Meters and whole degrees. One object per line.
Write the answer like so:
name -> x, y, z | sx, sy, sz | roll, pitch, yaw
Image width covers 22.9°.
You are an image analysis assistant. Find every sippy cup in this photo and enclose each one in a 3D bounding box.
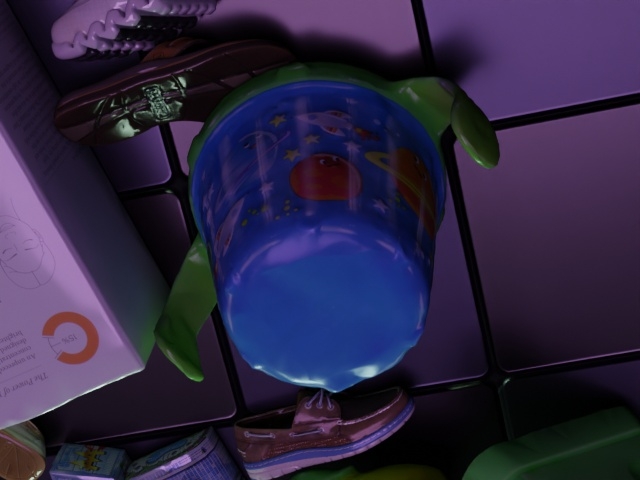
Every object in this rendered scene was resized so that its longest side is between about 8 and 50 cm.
sippy cup -> 0.000, 0.000, 1.335 | 0.240, 0.224, 0.305 | 11, 121, -9

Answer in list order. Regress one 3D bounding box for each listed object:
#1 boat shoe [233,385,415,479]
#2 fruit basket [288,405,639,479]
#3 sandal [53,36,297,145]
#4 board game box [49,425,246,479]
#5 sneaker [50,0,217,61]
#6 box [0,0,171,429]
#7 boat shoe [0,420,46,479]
boat shoe -> 0.000, 0.173, 1.512 | 0.183, 0.066, 0.066 | -23, 107, 14
fruit basket -> 0.148, 0.321, 1.497 | 0.392, 0.283, 0.392 | 9, 103, 46
sandal -> -0.129, -0.141, 1.398 | 0.219, 0.060, 0.090 | -16, 145, 3
board game box -> -0.171, 0.272, 1.572 | 0.194, 0.060, 0.194 | -26, 108, 15
sneaker -> -0.121, -0.254, 1.343 | 0.292, 0.110, 0.118 | -33, 83, 21
box -> -0.314, -0.021, 1.409 | 0.215, 0.168, 0.345 | -23, 107, 13
boat shoe -> -0.340, 0.171, 1.547 | 0.170, 0.059, 0.063 | 42, 107, -17
